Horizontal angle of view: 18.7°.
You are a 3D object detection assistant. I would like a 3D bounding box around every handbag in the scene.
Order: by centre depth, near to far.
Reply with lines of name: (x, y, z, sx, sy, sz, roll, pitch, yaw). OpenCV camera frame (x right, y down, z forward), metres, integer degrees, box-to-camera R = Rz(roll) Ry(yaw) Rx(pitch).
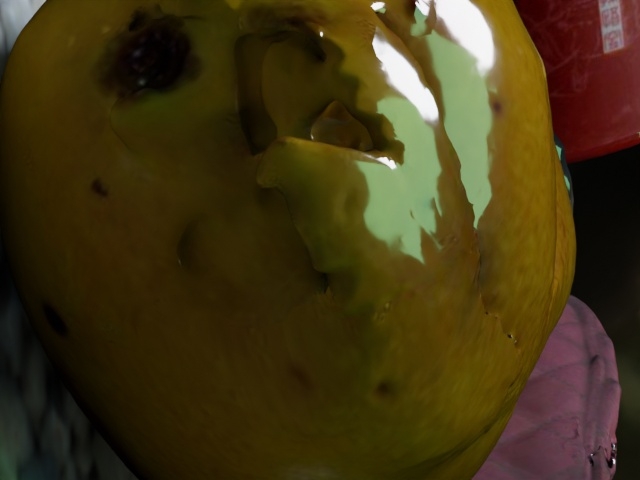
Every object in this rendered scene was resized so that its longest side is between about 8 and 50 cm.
handbag: (0.055, 0.108, 0.835, 0.225, 0.146, 0.135, -69, 157, -65)

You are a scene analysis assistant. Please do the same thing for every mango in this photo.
mango: (0.000, 0.000, 0.585, 0.287, 0.152, 0.201, 57, 25, -68)

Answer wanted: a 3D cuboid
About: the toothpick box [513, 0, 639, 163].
toothpick box: (0.087, -0.226, 0.980, 0.204, 0.204, 0.333, -72, 156, -62)

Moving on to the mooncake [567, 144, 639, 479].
mooncake: (0.204, 0.029, 1.136, 0.187, 0.324, 0.324, 35, 31, -14)
